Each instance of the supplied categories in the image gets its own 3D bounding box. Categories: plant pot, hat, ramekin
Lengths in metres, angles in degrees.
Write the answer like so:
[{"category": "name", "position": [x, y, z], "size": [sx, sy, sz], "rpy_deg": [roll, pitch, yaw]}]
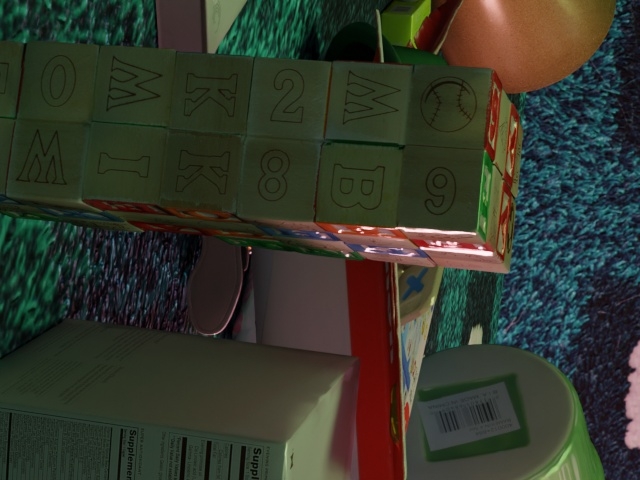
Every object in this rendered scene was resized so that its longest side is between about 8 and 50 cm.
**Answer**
[{"category": "plant pot", "position": [0.212, -0.342, 2.392], "size": [0.254, 0.237, 0.237], "rpy_deg": [46, 50, -55]}, {"category": "hat", "position": [0.116, -0.144, 1.927], "size": [0.173, 0.183, 0.208], "rpy_deg": [28, -58, 55]}, {"category": "ramekin", "position": [0.198, 0.269, 2.448], "size": [0.303, 0.303, 0.148], "rpy_deg": [-71, 155, -45]}]

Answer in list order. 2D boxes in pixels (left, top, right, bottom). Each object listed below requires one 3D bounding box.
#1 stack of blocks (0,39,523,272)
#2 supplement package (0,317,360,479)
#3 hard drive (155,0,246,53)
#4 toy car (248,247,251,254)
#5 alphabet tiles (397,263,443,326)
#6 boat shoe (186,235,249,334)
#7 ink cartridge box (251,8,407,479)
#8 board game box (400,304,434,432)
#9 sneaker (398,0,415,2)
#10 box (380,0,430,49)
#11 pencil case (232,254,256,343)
[{"category": "stack of blocks", "position": [-0.044, -0.046, 1.096], "size": [0.171, 0.297, 0.087], "rpy_deg": [35, 61, -77]}, {"category": "supplement package", "position": [-0.098, 0.149, 1.185], "size": [0.194, 0.203, 0.149], "rpy_deg": [-39, 135, -72]}, {"category": "hard drive", "position": [-0.064, -0.289, 1.486], "size": [0.307, 0.040, 0.203], "rpy_deg": [-67, 160, -55]}, {"category": "toy car", "position": [-0.073, -0.048, 1.635], "size": [0.040, 0.060, 0.122], "rpy_deg": [-2, 80, -35]}, {"category": "alphabet tiles", "position": [0.074, -0.004, 1.856], "size": [0.021, 0.284, 0.278], "rpy_deg": [39, 43, -23]}, {"category": "boat shoe", "position": [-0.080, 0.017, 1.579], "size": [0.038, 0.046, 0.125], "rpy_deg": [41, 48, -70]}, {"category": "ink cartridge box", "position": [-0.001, 0.038, 1.386], "size": [0.385, 0.091, 0.308], "rpy_deg": [102, -14, -79]}, {"category": "board game box", "position": [0.067, 0.030, 2.172], "size": [0.302, 0.086, 0.308], "rpy_deg": [80, 21, -56]}, {"category": "sneaker", "position": [0.089, -0.388, 2.077], "size": [0.106, 0.101, 0.267], "rpy_deg": [-7, 106, -55]}, {"category": "box", "position": [0.096, -0.190, 2.286], "size": [0.109, 0.042, 0.178], "rpy_deg": [-54, 148, -66]}, {"category": "pencil case", "position": [0.000, 0.000, 1.769], "size": [0.124, 0.113, 0.273], "rpy_deg": [48, 48, -59]}]
